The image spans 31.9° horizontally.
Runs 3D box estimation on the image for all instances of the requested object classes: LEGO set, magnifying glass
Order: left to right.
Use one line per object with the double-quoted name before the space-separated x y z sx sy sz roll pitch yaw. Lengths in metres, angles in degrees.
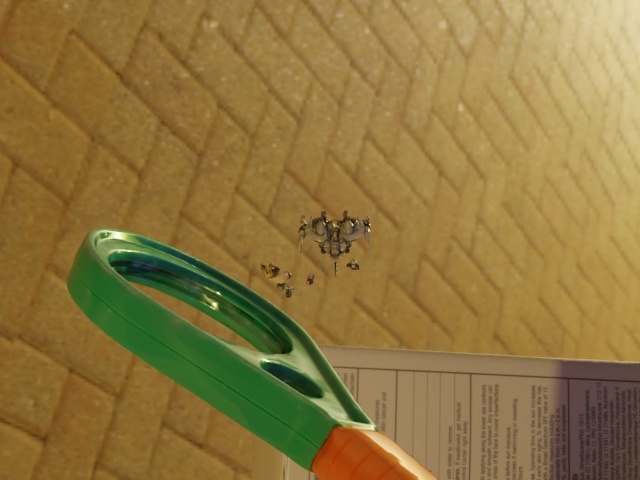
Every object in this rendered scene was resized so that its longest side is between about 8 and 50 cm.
"magnifying glass" -0.006 0.054 0.361 0.092 0.231 0.026 20 103 -47
"LEGO set" 0.001 0.002 0.706 0.083 0.054 0.023 -50 154 -34

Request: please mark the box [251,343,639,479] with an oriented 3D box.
"box" 0.113 0.151 0.777 0.121 0.311 0.148 150 -55 -75
